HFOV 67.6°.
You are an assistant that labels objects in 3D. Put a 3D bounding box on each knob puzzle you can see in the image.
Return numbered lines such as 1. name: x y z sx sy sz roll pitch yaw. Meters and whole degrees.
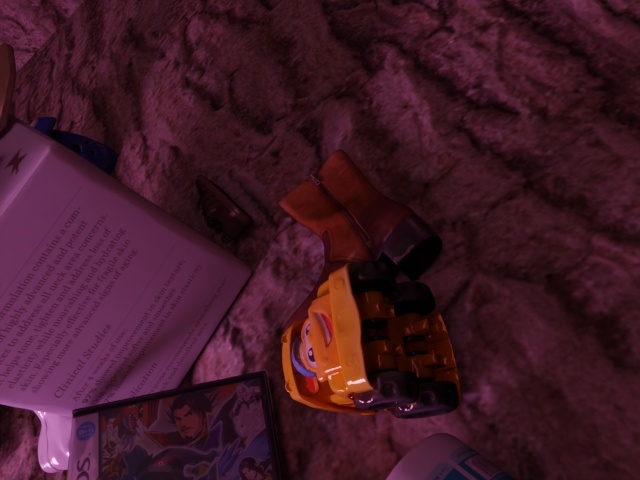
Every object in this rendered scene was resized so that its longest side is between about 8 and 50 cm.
1. knob puzzle: -0.484 -0.192 0.689 0.213 0.030 0.212 -9 71 28

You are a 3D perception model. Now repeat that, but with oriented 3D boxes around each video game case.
1. video game case: -0.188 0.317 0.626 0.275 0.035 0.248 -10 53 -8

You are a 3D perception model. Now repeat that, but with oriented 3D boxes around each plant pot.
1. plant pot: -0.710 -0.167 1.228 0.236 0.212 0.235 -9 59 29

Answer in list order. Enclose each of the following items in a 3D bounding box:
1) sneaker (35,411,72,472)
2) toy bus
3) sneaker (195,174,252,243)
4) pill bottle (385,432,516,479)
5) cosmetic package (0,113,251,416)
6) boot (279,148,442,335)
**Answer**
1. sneaker: -0.457 0.298 0.856 0.094 0.080 0.212 -15 87 11
2. toy bus: 0.029 0.135 0.560 0.212 0.220 0.149 -23 58 29
3. sneaker: -0.208 -0.065 0.929 0.071 0.066 0.188 -50 48 0
4. pill bottle: 0.175 0.301 0.406 0.264 0.146 0.146 28 82 41
5. cosmetic package: -0.403 0.050 0.775 0.328 0.394 0.329 26 79 41
6. boot: 0.000 0.000 0.733 0.264 0.096 0.280 -46 48 4
